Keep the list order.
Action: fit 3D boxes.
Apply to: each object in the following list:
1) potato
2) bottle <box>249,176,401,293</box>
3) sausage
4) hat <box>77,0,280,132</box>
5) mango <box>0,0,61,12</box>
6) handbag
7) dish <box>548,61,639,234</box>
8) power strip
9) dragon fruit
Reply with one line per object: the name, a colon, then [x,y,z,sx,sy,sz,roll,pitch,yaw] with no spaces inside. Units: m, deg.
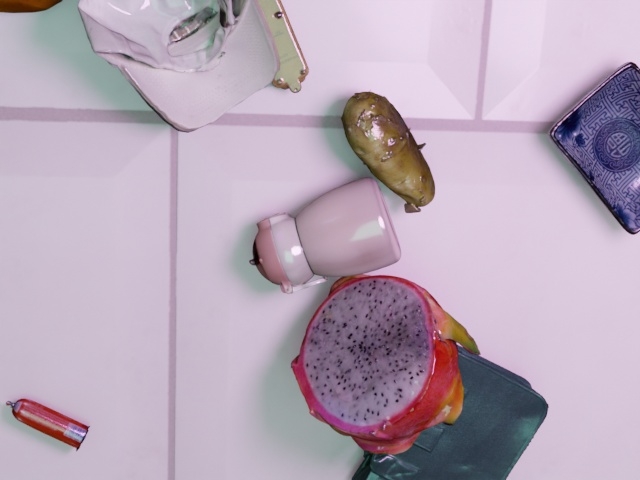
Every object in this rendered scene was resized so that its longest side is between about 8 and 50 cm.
potato: [0.113,-0.144,1.660,0.090,0.117,0.225,-19,122,35]
bottle: [0.000,0.000,1.676,0.236,0.147,0.148,-18,107,7]
sausage: [-0.464,0.305,1.749,0.145,0.048,0.050,28,139,-14]
hat: [-0.196,-0.322,1.570,0.257,0.168,0.301,-30,132,4]
mango: [-0.448,-0.423,1.492,0.236,0.136,0.166,-37,152,24]
handbag: [0.225,0.353,1.830,0.238,0.089,0.326,28,101,-14]
dish: [0.504,-0.156,1.724,0.182,0.080,0.243,-42,105,5]
power strip: [-0.096,-0.371,1.606,0.064,0.044,0.305,-24,109,0]
dragon fruit: [0.110,0.210,1.690,0.290,0.291,0.189,-45,140,6]
